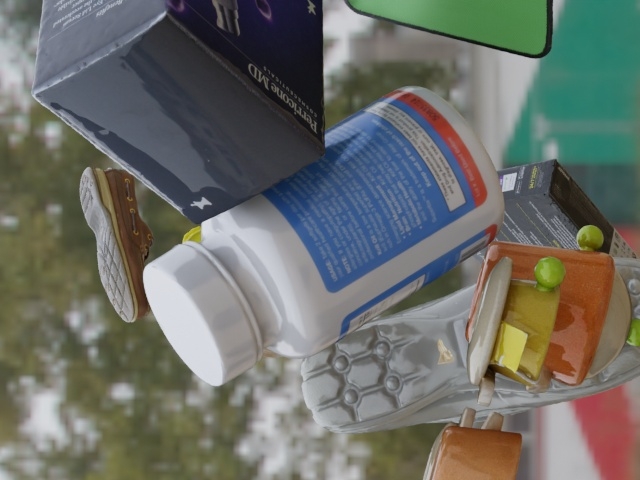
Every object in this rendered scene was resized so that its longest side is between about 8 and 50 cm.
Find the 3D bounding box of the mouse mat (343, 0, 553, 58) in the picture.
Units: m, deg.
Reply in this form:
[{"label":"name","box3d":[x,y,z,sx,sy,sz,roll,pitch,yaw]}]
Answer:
[{"label":"mouse mat","box3d":[0.079,-0.203,1.269,0.189,0.153,0.007,85,-151,-47]}]

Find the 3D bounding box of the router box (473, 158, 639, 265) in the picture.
[{"label":"router box","box3d":[0.216,-0.002,1.956,0.179,0.133,0.046,45,-132,-38]}]

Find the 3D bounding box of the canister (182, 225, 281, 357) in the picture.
[{"label":"canister","box3d":[-0.057,0.044,1.536,0.170,0.126,0.073,136,149,-79]}]

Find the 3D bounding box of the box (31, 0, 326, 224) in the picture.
[{"label":"box","box3d":[-0.083,-0.142,1.229,0.153,0.108,0.207,39,-145,-38]}]

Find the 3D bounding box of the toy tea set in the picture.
[{"label":"toy tea set","box3d":[0.141,0.152,1.361,0.200,0.124,0.336,-69,-7,-70]}]

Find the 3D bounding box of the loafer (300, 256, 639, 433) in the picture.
[{"label":"loafer","box3d":[0.140,0.080,1.524,0.111,0.319,0.112,4,-105,-65]}]

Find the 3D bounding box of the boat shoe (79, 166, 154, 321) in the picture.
[{"label":"boat shoe","box3d":[-0.203,0.000,2.091,0.064,0.060,0.178,-51,50,54]}]

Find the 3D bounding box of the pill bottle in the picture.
[{"label":"pill bottle","box3d":[0.000,0.000,1.294,0.124,0.221,0.124,46,155,29]}]
